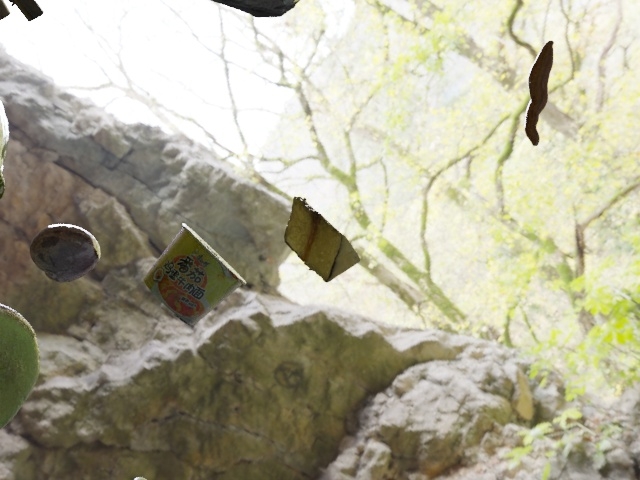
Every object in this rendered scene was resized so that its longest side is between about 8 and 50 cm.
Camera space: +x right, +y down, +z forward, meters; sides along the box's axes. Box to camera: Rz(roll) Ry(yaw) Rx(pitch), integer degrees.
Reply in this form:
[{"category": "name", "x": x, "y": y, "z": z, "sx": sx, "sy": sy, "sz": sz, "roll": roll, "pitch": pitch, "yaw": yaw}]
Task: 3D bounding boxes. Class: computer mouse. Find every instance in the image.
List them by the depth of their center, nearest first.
[{"category": "computer mouse", "x": -0.118, "y": -0.455, "z": 1.068, "sx": 0.231, "sy": 0.071, "sz": 0.126, "roll": 0, "pitch": -23, "yaw": -40}]

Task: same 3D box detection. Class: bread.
[{"category": "bread", "x": -0.735, "y": 0.279, "z": 1.377, "sx": 0.301, "sy": 0.045, "sz": 0.302, "roll": -1, "pitch": -90, "yaw": -68}, {"category": "bread", "x": 0.000, "y": 0.000, "z": 1.886, "sx": 0.266, "sy": 0.141, "sz": 0.178, "roll": 45, "pitch": 113, "yaw": 45}]

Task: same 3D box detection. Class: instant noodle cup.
[{"category": "instant noodle cup", "x": -0.376, "y": 0.107, "z": 1.834, "sx": 0.200, "sy": 0.264, "sz": 0.264, "roll": -45, "pitch": -1, "yaw": -5}]

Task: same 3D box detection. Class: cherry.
[{"category": "cherry", "x": -0.673, "y": 0.028, "z": 1.657, "sx": 0.176, "sy": 0.176, "sz": 0.140, "roll": -58, "pitch": 34, "yaw": 34}]

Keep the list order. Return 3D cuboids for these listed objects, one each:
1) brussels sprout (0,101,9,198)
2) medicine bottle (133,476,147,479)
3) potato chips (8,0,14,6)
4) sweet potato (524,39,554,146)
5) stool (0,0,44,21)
[{"category": "brussels sprout", "x": -0.805, "y": -0.185, "z": 1.255, "sx": 0.360, "sy": 0.343, "sz": 0.425, "roll": -25, "pitch": 19, "yaw": 29}, {"category": "medicine bottle", "x": -0.513, "y": 0.702, "z": 1.599, "sx": 0.203, "sy": 0.083, "sz": 0.083, "roll": -45, "pitch": 0, "yaw": 0}, {"category": "potato chips", "x": -0.705, "y": -0.666, "z": 1.569, "sx": 0.207, "sy": 0.092, "sz": 0.028, "roll": -28, "pitch": 16, "yaw": 3}, {"category": "sweet potato", "x": 0.377, "y": -0.254, "z": 1.086, "sx": 0.044, "sy": 0.044, "sz": 0.179, "roll": -60, "pitch": -22, "yaw": -78}, {"category": "stool", "x": -0.808, "y": -0.643, "z": 1.572, "sx": 0.272, "sy": 0.271, "sz": 0.179, "roll": -59, "pitch": -41, "yaw": -33}]
